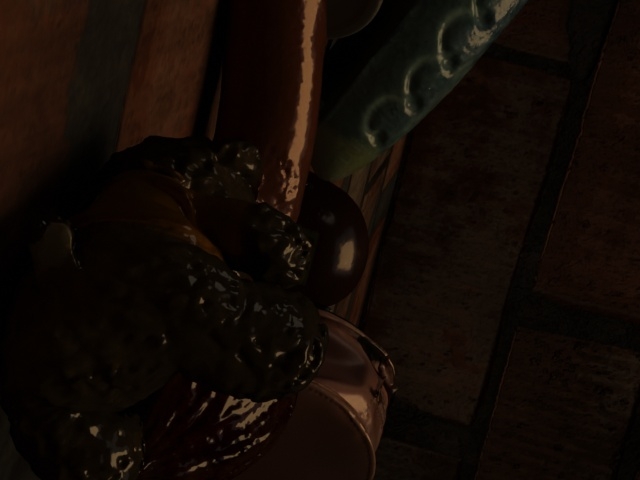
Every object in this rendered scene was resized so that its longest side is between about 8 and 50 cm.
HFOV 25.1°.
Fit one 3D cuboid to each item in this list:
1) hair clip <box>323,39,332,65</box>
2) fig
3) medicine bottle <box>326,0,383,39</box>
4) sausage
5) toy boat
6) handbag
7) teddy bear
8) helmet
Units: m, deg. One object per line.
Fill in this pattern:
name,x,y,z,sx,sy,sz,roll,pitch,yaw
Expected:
hair clip,-0.013,-0.160,1.285,0.083,0.048,0.275,-63,169,-80
fig,-0.099,0.106,0.840,0.201,0.134,0.146,-47,144,-58
medicine bottle,0.017,-0.238,1.082,0.168,0.105,0.105,-69,172,-46
sausage,-0.053,-0.044,1.032,0.079,0.087,0.326,38,-61,58
toy boat,0.107,-0.187,1.338,0.330,0.123,0.215,-52,-167,6
handbag,-0.037,0.136,1.157,0.205,0.179,0.116,-25,-150,34
teddy bear,-0.088,0.019,0.735,0.177,0.140,0.190,-33,-158,20
helmet,0.000,0.000,1.533,0.155,0.106,0.175,-6,108,-84
